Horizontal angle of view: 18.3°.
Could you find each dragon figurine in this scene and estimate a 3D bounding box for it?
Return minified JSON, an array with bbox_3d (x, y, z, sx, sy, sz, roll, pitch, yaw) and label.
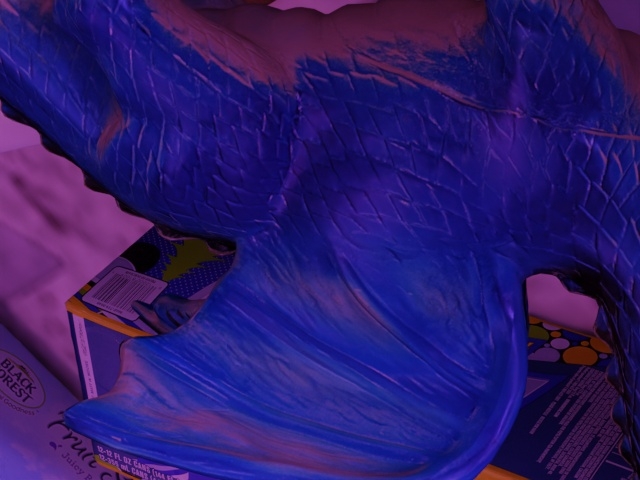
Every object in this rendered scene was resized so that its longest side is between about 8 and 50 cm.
[{"bbox_3d":[0.000,0.000,0.385,0.289,0.085,0.144,5,104,5],"label":"dragon figurine"}]

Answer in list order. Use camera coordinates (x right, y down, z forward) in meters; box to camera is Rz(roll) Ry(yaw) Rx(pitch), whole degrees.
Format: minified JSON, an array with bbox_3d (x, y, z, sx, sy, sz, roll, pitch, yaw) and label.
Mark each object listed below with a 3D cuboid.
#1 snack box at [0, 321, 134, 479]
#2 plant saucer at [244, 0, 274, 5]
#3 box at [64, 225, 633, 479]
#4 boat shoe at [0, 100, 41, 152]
[{"bbox_3d":[-0.112,0.134,0.668,0.174,0.070,0.207,45,139,1],"label":"snack box"},{"bbox_3d":[-0.038,-0.087,0.462,0.083,0.015,0.083,23,135,25],"label":"plant saucer"},{"bbox_3d":[0.020,0.047,0.494,0.169,0.054,0.059,19,133,29],"label":"box"},{"bbox_3d":[-0.154,-0.031,0.544,0.277,0.098,0.096,-12,120,49],"label":"boat shoe"}]
